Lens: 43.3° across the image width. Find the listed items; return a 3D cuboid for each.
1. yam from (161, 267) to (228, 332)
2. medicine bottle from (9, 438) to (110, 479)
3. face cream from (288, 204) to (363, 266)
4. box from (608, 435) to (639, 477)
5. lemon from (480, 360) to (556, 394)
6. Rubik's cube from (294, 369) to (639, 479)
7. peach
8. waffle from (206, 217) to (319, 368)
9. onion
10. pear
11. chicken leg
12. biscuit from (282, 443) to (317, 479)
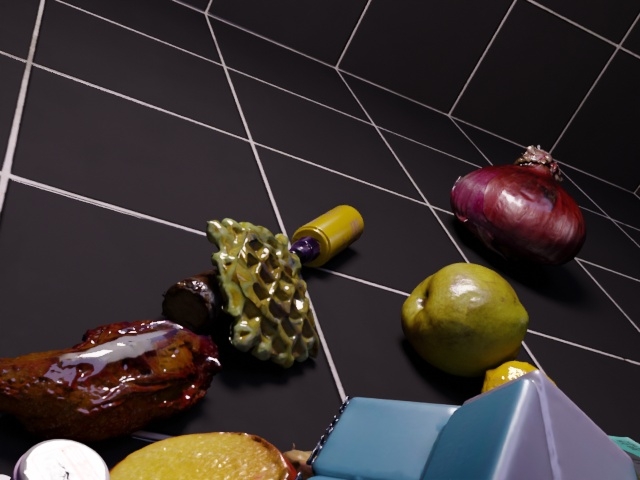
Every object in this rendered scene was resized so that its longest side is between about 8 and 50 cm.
[{"bbox_3d":[-0.154,0.080,1.133,0.079,0.079,0.141,35,21,15],"label":"yam"},{"bbox_3d":[-0.210,0.237,0.567,0.078,0.219,0.115,41,28,27],"label":"medicine bottle"},{"bbox_3d":[0.000,0.000,1.462,0.078,0.078,0.273,34,24,11],"label":"face cream"},{"bbox_3d":[0.370,0.343,1.063,0.311,0.118,0.205,14,10,-31],"label":"box"},{"bbox_3d":[0.319,0.254,1.255,0.155,0.114,0.114,37,24,10],"label":"lemon"},{"bbox_3d":[0.123,0.306,0.596,0.368,0.358,0.387,45,46,-7],"label":"Rubik's cube"},{"bbox_3d":[-0.106,0.250,0.695,0.190,0.192,0.190,30,12,-7],"label":"peach"},{"bbox_3d":[-0.070,0.074,1.144,0.204,0.054,0.223,22,48,-58],"label":"waffle"},{"bbox_3d":[0.492,-0.090,1.938,0.347,0.285,0.347,22,6,-3],"label":"onion"},{"bbox_3d":[0.237,0.132,1.333,0.200,0.200,0.200,24,24,-11],"label":"pear"},{"bbox_3d":[-0.271,0.141,0.861,0.407,0.096,0.158,4,29,-40],"label":"chicken leg"},{"bbox_3d":[0.043,0.289,0.934,0.183,0.061,0.118,15,2,-26],"label":"biscuit"}]
